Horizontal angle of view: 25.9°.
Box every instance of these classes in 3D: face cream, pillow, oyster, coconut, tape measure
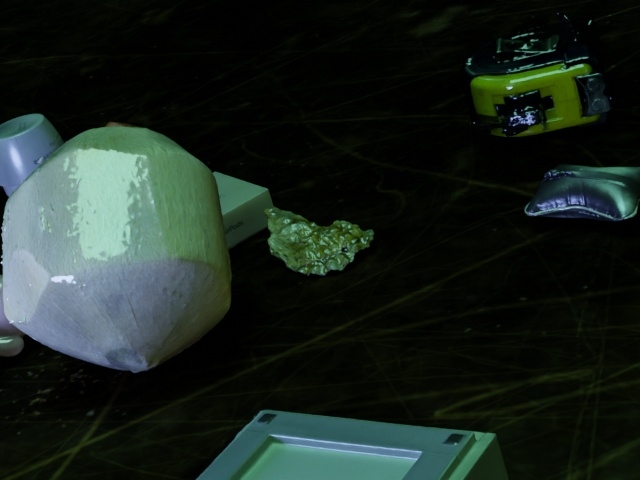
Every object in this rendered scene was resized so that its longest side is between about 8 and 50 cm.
[{"bbox_3d":[-0.436,-0.124,2.071,0.117,0.104,0.117,-16,24,7],"label":"face cream"},{"bbox_3d":[0.292,-0.052,1.497,0.135,0.055,0.091,7,15,38],"label":"pillow"},{"bbox_3d":[0.000,0.000,1.614,0.121,0.045,0.146,-5,25,-5],"label":"oyster"},{"bbox_3d":[-0.215,0.024,1.470,0.245,0.245,0.247,-12,60,13],"label":"coconut"},{"bbox_3d":[0.269,-0.203,1.759,0.186,0.112,0.199,-14,24,13],"label":"tape measure"}]

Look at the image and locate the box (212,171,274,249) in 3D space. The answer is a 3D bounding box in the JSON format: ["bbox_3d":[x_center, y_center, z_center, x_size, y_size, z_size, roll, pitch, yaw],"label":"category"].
[{"bbox_3d":[-0.144,-0.027,1.738,0.130,0.051,0.129,-31,28,-26],"label":"box"}]

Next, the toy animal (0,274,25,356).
[{"bbox_3d":[-0.383,0.075,1.615,0.124,0.124,0.212,-2,33,31],"label":"toy animal"}]

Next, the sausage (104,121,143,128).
[{"bbox_3d":[-0.263,-0.135,2.026,0.065,0.065,0.169,-31,28,-25],"label":"sausage"}]

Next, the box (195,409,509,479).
[{"bbox_3d":[-0.004,0.236,1.026,0.225,0.117,0.225,1,31,36],"label":"box"}]
